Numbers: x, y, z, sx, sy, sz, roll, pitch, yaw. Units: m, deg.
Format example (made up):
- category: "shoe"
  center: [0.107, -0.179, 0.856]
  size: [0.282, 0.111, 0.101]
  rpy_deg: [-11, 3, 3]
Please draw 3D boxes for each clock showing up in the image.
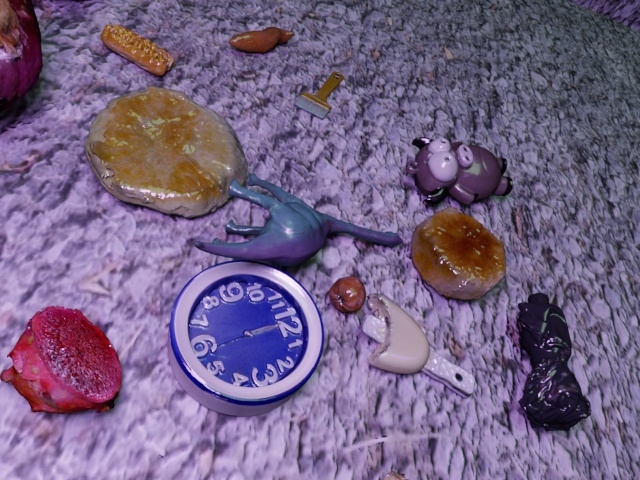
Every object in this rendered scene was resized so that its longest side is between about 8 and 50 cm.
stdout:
- category: "clock"
  center: [-0.113, 0.145, 0.746]
  size: [0.231, 0.083, 0.230]
  rpy_deg: [13, 49, -15]

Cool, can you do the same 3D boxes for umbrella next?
- category: "umbrella"
  center: [0.420, 0.215, 0.906]
  size: [0.122, 0.110, 0.272]
  rpy_deg: [21, 45, -7]

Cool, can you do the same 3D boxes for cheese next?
- category: "cheese"
  center: [0.168, 0.194, 0.845]
  size: [0.235, 0.049, 0.127]
  rpy_deg: [32, 48, -7]

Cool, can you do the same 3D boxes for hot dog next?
- category: "hot dog"
  center: [-0.401, -0.419, 1.068]
  size: [0.165, 0.045, 0.071]
  rpy_deg: [31, 51, 0]

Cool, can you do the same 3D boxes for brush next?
- category: "brush"
  center: [0.010, -0.375, 1.233]
  size: [0.083, 0.010, 0.218]
  rpy_deg: [29, 48, 0]

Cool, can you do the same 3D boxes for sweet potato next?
- category: "sweet potato"
  center: [-0.147, -0.508, 1.240]
  size: [0.055, 0.058, 0.202]
  rpy_deg: [8, 29, 41]

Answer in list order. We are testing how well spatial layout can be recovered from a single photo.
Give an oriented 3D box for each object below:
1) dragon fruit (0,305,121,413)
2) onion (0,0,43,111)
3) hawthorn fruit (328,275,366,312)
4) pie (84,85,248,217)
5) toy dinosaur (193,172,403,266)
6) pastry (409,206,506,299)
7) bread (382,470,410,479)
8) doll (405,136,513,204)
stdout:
- category: "dragon fruit"
  center: [-0.341, 0.174, 0.623]
  size: [0.111, 0.153, 0.153]
  rpy_deg: [-35, 68, 7]
- category: "onion"
  center: [-0.660, -0.338, 0.761]
  size: [0.386, 0.347, 0.347]
  rpy_deg: [-6, 50, 15]
- category: "hawthorn fruit"
  center: [0.060, 0.088, 0.874]
  size: [0.067, 0.066, 0.103]
  rpy_deg: [43, 40, 11]
- category: "pie"
  center: [-0.283, -0.165, 0.911]
  size: [0.307, 0.071, 0.306]
  rpy_deg: [9, 54, -13]
- category: "toy dinosaur"
  center: [0.000, 0.000, 0.826]
  size: [0.331, 0.129, 0.383]
  rpy_deg: [19, 20, -3]
- category: "pastry"
  center: [0.273, 0.031, 0.983]
  size: [0.182, 0.093, 0.192]
  rpy_deg: [-25, 64, -34]
- category: "bread"
  center: [0.156, 0.378, 0.628]
  size: [0.169, 0.160, 0.140]
  rpy_deg: [35, 50, 5]
- category: "doll"
  center: [0.319, -0.157, 1.130]
  size: [0.257, 0.117, 0.181]
  rpy_deg: [8, 58, -20]
